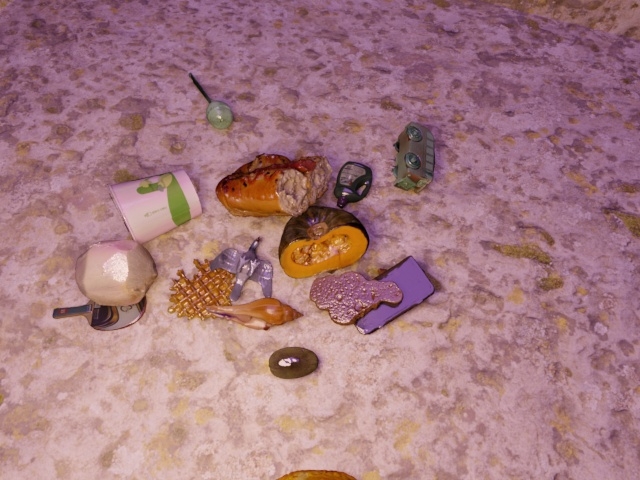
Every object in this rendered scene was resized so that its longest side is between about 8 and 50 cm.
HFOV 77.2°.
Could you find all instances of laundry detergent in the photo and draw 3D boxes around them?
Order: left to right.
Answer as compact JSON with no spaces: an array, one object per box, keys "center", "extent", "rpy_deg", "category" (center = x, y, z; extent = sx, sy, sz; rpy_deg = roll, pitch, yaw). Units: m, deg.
[{"center":[0.128,-0.216,1.640],"extent":[0.145,0.078,0.221],"rpy_deg":[18,61,3],"category":"laundry detergent"}]

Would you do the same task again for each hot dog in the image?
[{"center":[-0.196,-0.215,1.502],"extent":[0.366,0.196,0.367],"rpy_deg":[-2,26,30],"category":"hot dog"}]

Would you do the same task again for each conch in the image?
[{"center":[-0.221,0.238,1.361],"extent":[0.331,0.109,0.093],"rpy_deg":[8,41,2],"category":"conch"}]

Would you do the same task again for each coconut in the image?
[{"center":[-0.664,0.105,1.331],"extent":[0.231,0.227,0.226],"rpy_deg":[-4,61,-1],"category":"coconut"}]

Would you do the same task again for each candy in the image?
[{"center":[-0.526,-0.667,1.858],"extent":[0.119,0.119,0.439],"rpy_deg":[-26,59,-16],"category":"candy"}]

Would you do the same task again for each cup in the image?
[{"center":[-0.601,-0.130,1.481],"extent":[0.274,0.253,0.253],"rpy_deg":[-24,64,-24],"category":"cup"}]

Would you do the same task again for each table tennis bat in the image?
[{"center":[-0.758,0.233,1.385],"extent":[0.302,0.022,0.173],"rpy_deg":[-5,60,-7],"category":"table tennis bat"}]

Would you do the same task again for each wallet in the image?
[{"center":[0.236,0.194,1.405],"extent":[0.310,0.042,0.165],"rpy_deg":[-32,71,-3],"category":"wallet"}]

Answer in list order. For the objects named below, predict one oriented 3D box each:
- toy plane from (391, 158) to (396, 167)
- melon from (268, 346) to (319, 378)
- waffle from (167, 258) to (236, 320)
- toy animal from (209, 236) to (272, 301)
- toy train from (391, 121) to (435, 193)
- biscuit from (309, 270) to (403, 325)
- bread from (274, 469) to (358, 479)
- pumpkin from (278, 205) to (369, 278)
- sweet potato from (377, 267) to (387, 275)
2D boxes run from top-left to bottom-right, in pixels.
[{"center":[0.340,-0.335,1.746],"extent":[0.078,0.024,0.084],"rpy_deg":[43,66,-1],"category":"toy plane"},{"center":[-0.086,0.390,1.283],"extent":[0.162,0.099,0.099],"rpy_deg":[-4,61,-3],"category":"melon"},{"center":[-0.412,0.174,1.415],"extent":[0.232,0.051,0.228],"rpy_deg":[7,61,1],"category":"waffle"},{"center":[-0.260,0.097,1.431],"extent":[0.239,0.176,0.255],"rpy_deg":[27,78,-10],"category":"toy animal"},{"center":[0.394,-0.355,1.687],"extent":[0.160,0.129,0.326],"rpy_deg":[20,59,-17],"category":"toy train"},{"center":[0.121,0.193,1.381],"extent":[0.320,0.047,0.183],"rpy_deg":[-12,70,8],"category":"biscuit"},{"center":[-0.013,0.769,1.018],"extent":[0.359,0.204,0.336],"rpy_deg":[-3,56,-2],"category":"bread"},{"center":[0.000,0.000,1.465],"extent":[0.325,0.241,0.232],"rpy_deg":[-14,33,-5],"category":"pumpkin"},{"center":[0.307,0.131,1.468],"extent":[0.203,0.055,0.058],"rpy_deg":[10,57,3],"category":"sweet potato"}]
